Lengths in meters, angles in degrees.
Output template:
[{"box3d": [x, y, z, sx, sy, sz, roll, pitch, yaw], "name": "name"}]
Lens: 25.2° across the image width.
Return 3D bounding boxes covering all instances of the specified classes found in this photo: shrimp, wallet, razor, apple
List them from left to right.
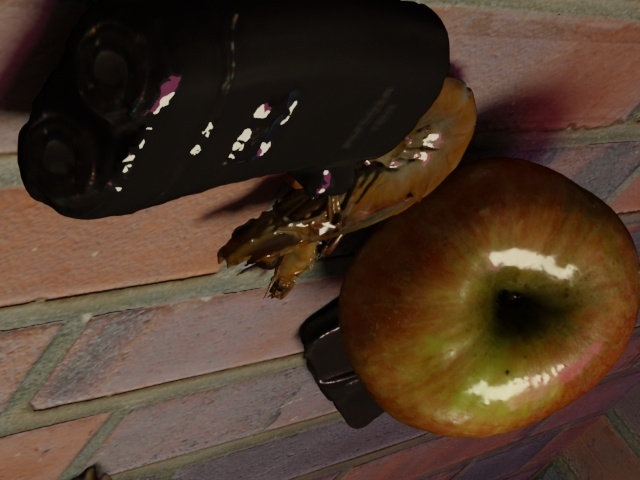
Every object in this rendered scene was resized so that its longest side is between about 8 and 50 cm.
[{"box3d": [-0.053, -0.106, 1.016, 0.327, 0.107, 0.189, -10, 147, -50], "name": "razor"}, {"box3d": [-0.006, -0.005, 1.408, 0.162, 0.045, 0.095, -58, 171, 34], "name": "shrimp"}, {"box3d": [0.030, -0.063, 1.283, 0.287, 0.063, 0.152, -29, 149, -25], "name": "shrimp"}, {"box3d": [0.078, 0.127, 1.777, 0.197, 0.051, 0.377, -34, 157, -5], "name": "wallet"}, {"box3d": [0.169, 0.055, 1.483, 0.309, 0.277, 0.250, -15, -174, -2], "name": "apple"}]

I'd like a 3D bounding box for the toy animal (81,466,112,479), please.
[{"box3d": [-0.336, 0.317, 1.521, 0.302, 0.225, 0.284, -35, 142, -39], "name": "toy animal"}]
